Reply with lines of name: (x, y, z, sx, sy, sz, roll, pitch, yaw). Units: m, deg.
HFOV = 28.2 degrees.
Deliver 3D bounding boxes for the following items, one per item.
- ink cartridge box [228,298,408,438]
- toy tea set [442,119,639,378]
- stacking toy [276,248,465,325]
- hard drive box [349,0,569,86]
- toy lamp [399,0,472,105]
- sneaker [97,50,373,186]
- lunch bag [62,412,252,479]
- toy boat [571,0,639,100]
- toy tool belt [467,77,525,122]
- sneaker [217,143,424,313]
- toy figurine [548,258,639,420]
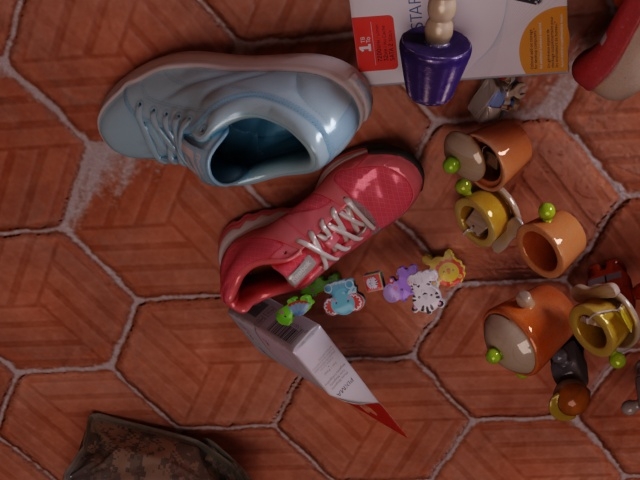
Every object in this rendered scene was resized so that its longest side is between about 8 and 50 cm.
ink cartridge box: (-0.006, 0.179, 1.696, 0.066, 0.189, 0.232, -41, 120, -16)
toy tea set: (0.223, 0.025, 1.507, 0.336, 0.124, 0.200, 59, 154, -3)
stacking toy: (0.065, 0.066, 1.601, 0.221, 0.167, 0.052, -12, 96, 14)
hard drive box: (0.150, -0.270, 1.381, 0.232, 0.089, 0.181, -3, 127, 9)
toy lamp: (0.124, -0.265, 1.284, 0.080, 0.080, 0.275, 5, 125, 3)
sneaker: (-0.129, -0.128, 1.444, 0.366, 0.150, 0.135, -5, 125, 33)
lunch bag: (-0.236, 0.412, 1.906, 0.287, 0.169, 0.235, 14, 128, 1)
toy boat: (0.330, -0.265, 1.352, 0.151, 0.151, 0.231, 38, 132, 18)
toy tool belt: (0.212, -0.172, 1.482, 0.051, 0.052, 0.083, 0, 139, -34)
sneaker: (0.000, 0.001, 1.578, 0.314, 0.136, 0.116, -31, 119, 26)
toy figurine: (0.410, 0.152, 1.642, 0.213, 0.148, 0.209, 18, 127, -8)
